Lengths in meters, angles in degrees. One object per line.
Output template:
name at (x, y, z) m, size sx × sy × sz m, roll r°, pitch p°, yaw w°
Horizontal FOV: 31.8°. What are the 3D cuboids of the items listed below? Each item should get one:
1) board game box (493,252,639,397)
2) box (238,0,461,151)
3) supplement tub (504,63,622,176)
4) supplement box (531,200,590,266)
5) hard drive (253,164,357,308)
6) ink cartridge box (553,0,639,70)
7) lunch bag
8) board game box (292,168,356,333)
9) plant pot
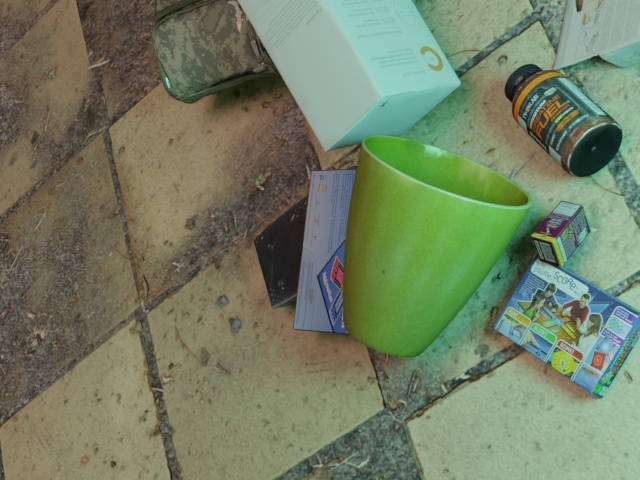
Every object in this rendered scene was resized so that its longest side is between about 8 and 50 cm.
board game box at (0.364, 0.121, 1.650) m, size 0.201 × 0.035 × 0.136 m, roll 36°, pitch 98°, yaw 43°
box at (0.041, -0.350, 1.896) m, size 0.168 × 0.215 × 0.345 m, roll -40°, pitch 74°, yaw 42°
supplement tub at (0.364, -0.191, 1.725) m, size 0.106 × 0.106 × 0.198 m, roll -50°, pitch 48°, yaw 15°
supplement box at (0.358, -0.011, 1.671) m, size 0.043 × 0.055 × 0.083 m, roll 18°, pitch 54°, yaw 45°
hard drive at (0.000, 0.000, 2.007) m, size 0.254 × 0.054 × 0.172 m, roll -36°, pitch 53°, yaw 25°
ink cartridge box at (0.478, -0.402, 1.743) m, size 0.239 × 0.060 × 0.275 m, roll -11°, pitch 64°, yaw 66°
lunch bag at (-0.180, -0.419, 2.231) m, size 0.305 × 0.212 × 0.256 m, roll -12°, pitch 73°, yaw 37°
board game box at (0.032, 0.018, 1.919) m, size 0.145 × 0.027 × 0.281 m, roll 1°, pitch 81°, yaw 37°
plant pot at (0.148, 0.024, 1.752) m, size 0.275 × 0.274 × 0.294 m, roll 36°, pitch 115°, yaw 43°
